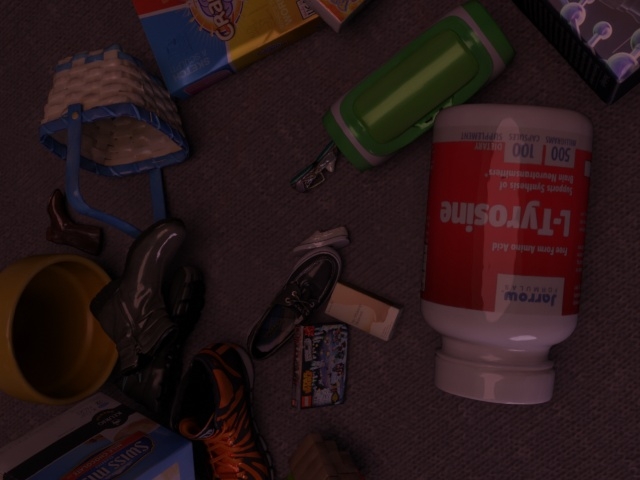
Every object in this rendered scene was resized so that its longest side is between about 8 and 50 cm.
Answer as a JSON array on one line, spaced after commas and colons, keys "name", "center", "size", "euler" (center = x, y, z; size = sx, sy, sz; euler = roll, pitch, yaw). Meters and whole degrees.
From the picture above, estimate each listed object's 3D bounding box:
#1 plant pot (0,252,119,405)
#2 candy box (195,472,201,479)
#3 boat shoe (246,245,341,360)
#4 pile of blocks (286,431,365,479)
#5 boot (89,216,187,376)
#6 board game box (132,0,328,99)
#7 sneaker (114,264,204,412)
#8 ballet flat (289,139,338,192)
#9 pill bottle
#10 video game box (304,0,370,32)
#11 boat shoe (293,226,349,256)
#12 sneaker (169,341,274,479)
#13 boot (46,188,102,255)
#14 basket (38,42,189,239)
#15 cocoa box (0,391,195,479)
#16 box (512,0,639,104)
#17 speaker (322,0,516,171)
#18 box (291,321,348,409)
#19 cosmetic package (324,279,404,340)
[{"name": "plant pot", "center": [-0.515, 0.151, 1.441], "size": [0.239, 0.254, 0.254], "euler": [-2, 91, 32]}, {"name": "candy box", "center": [-0.230, 0.493, 1.450], "size": [0.109, 0.053, 0.186], "euler": [-42, 79, 14]}, {"name": "boat shoe", "center": [-0.047, 0.109, 1.364], "size": [0.080, 0.076, 0.228], "euler": [41, 104, -11]}, {"name": "pile of blocks", "center": [-0.011, 0.488, 1.370], "size": [0.149, 0.113, 0.362], "euler": [34, 111, 54]}, {"name": "boot", "center": [-0.269, 0.096, 1.360], "size": [0.246, 0.083, 0.161], "euler": [-51, 58, 17]}, {"name": "board game box", "center": [-0.154, -0.417, 1.402], "size": [0.317, 0.064, 0.242], "euler": [-24, 84, 15]}, {"name": "sneaker", "center": [-0.284, 0.163, 1.434], "size": [0.106, 0.101, 0.267], "euler": [21, 97, 17]}, {"name": "ballet flat", "center": [0.000, -0.121, 1.381], "size": [0.114, 0.041, 0.041], "euler": [-44, 80, 13]}, {"name": "pill bottle", "center": [0.265, 0.017, 1.204], "size": [0.229, 0.229, 0.407], "euler": [4, 93, 16]}, {"name": "video game box", "center": [0.019, -0.465, 1.310], "size": [0.205, 0.048, 0.187], "euler": [43, 81, 1]}, {"name": "boat shoe", "center": [0.000, 0.000, 1.385], "size": [0.100, 0.035, 0.035], "euler": [-18, 59, 20]}, {"name": "sneaker", "center": [-0.173, 0.335, 1.362], "size": [0.125, 0.180, 0.321], "euler": [-13, 87, 16]}, {"name": "boot", "center": [-0.443, -0.033, 1.508], "size": [0.114, 0.037, 0.106], "euler": [15, 108, 19]}, {"name": "basket", "center": [-0.333, -0.150, 1.370], "size": [0.201, 0.255, 0.289], "euler": [-16, 68, 15]}, {"name": "cocoa box", "center": [-0.345, 0.468, 1.309], "size": [0.228, 0.231, 0.347], "euler": [17, 119, 35]}, {"name": "box", "center": [0.399, -0.442, 1.164], "size": [0.293, 0.212, 0.395], "euler": [-41, 81, 12]}, {"name": "speaker", "center": [0.150, -0.237, 1.286], "size": [0.296, 0.131, 0.131], "euler": [-36, 81, 14]}, {"name": "box", "center": [-0.001, 0.204, 1.357], "size": [0.027, 0.094, 0.137], "euler": [5, 94, 53]}, {"name": "cosmetic package", "center": [0.072, 0.114, 1.358], "size": [0.115, 0.041, 0.060], "euler": [22, 97, 15]}]
